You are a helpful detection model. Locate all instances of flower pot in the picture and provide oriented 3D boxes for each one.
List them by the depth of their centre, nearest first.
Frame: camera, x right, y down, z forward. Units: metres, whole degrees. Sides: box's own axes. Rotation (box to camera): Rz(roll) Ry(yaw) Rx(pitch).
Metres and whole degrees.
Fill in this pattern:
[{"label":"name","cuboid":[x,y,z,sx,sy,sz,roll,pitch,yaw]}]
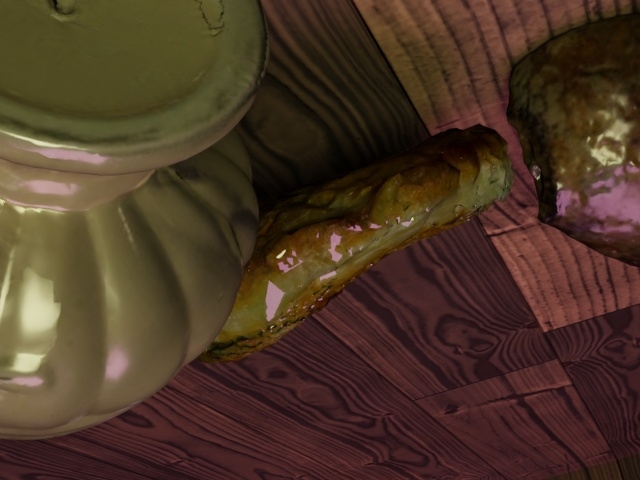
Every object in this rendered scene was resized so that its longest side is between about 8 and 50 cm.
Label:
[{"label":"flower pot","cuboid":[-0.170,-0.059,0.589,0.307,0.308,0.244,2,143,-24]}]

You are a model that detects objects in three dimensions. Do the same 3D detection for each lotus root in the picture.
[{"label":"lotus root","cuboid":[0.329,-0.095,0.857,0.314,0.210,0.142,-12,168,-28]}]

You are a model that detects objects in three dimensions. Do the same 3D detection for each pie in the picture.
[{"label":"pie","cuboid":[0.000,0.000,0.831,0.288,0.103,0.354,-29,-174,-26]}]
